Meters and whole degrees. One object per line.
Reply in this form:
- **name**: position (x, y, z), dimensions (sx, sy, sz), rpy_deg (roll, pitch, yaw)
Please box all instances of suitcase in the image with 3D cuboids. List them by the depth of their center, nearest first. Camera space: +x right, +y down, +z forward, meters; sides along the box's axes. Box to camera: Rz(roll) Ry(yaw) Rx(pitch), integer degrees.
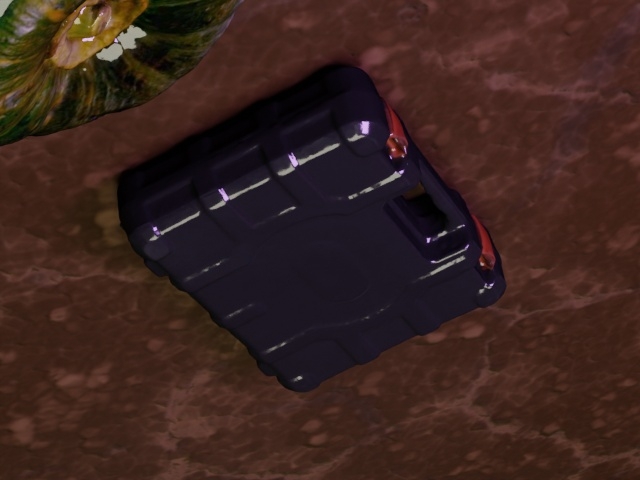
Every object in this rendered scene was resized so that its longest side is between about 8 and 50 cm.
- **suitcase**: position (0.000, 0.000, 1.400), dimensions (0.206, 0.066, 0.285), rpy_deg (-26, 145, 13)

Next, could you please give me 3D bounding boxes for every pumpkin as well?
- **pumpkin**: position (-0.157, -0.170, 1.005), dimensions (0.260, 0.189, 0.260), rpy_deg (-33, 161, -13)
